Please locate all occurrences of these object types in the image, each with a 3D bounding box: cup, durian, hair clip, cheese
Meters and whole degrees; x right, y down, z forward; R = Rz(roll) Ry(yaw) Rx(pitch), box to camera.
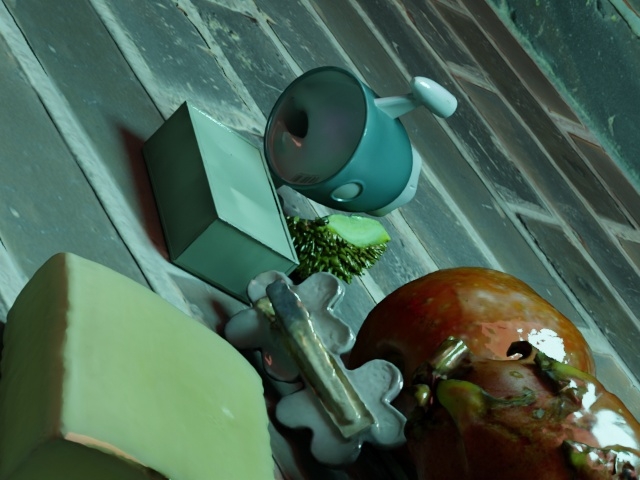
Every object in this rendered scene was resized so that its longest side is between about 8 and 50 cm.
[{"bbox_3d":[0.039,-0.111,2.047,0.173,0.299,0.168,31,37,-49],"label":"cup"},{"bbox_3d":[-0.004,0.009,2.029,0.220,0.137,0.096,22,69,-63],"label":"durian"},{"bbox_3d":[-0.002,0.130,1.752,0.257,0.146,0.075,58,-18,19],"label":"hair clip"},{"bbox_3d":[-0.158,0.162,1.402,0.242,0.124,0.265,39,22,-28],"label":"cheese"}]

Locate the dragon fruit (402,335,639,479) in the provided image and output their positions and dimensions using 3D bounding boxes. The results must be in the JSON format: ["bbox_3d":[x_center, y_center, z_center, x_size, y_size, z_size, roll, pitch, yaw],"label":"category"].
[{"bbox_3d":[0.213,0.237,1.607,0.315,0.250,0.250,26,20,3],"label":"dragon fruit"}]

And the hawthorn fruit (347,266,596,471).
[{"bbox_3d":[0.174,0.154,1.857,0.284,0.284,0.284,39,21,-18],"label":"hawthorn fruit"}]

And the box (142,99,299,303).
[{"bbox_3d":[-0.120,-0.044,1.915,0.129,0.086,0.225,32,24,-35],"label":"box"}]
